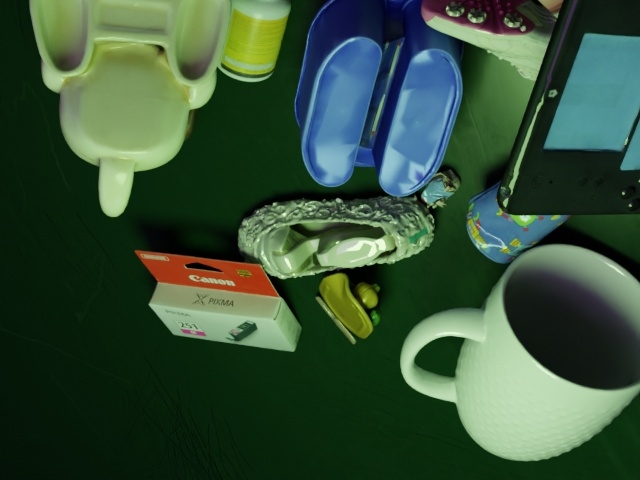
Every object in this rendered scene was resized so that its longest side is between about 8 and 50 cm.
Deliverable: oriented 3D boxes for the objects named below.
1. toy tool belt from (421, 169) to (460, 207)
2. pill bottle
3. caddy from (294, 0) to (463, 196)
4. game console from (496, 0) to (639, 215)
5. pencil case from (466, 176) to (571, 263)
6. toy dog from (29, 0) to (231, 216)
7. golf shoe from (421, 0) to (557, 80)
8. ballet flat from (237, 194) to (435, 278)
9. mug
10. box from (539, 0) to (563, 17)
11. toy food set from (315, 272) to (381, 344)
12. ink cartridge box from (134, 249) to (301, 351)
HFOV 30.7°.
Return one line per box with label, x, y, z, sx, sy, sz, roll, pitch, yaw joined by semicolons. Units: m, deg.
toy tool belt;0.191;-0.079;1.926;0.052;0.051;0.083;45;131;-8
pill bottle;-0.104;-0.351;1.844;0.103;0.103;0.184;26;131;8
caddy;0.089;-0.232;1.790;0.241;0.179;0.341;8;130;-8
game console;0.434;-0.199;1.559;0.060;0.342;0.386;55;140;46
pencil case;0.350;-0.090;1.793;0.133;0.119;0.306;42;131;-3
toy dog;-0.289;-0.243;1.860;0.285;0.408;0.395;-6;94;-9
golf shoe;0.290;-0.284;1.665;0.306;0.115;0.140;11;140;1
ballet flat;0.000;0.000;2.028;0.409;0.147;0.147;-10;118;33
mug;0.315;0.201;1.895;0.374;0.276;0.328;10;141;-11
box;0.314;-0.403;1.502;0.127;0.148;0.232;-19;146;36
toy food set;0.063;0.106;2.094;0.128;0.071;0.218;49;165;5
ink cartridge box;-0.199;0.116;2.201;0.275;0.060;0.239;6;151;23
